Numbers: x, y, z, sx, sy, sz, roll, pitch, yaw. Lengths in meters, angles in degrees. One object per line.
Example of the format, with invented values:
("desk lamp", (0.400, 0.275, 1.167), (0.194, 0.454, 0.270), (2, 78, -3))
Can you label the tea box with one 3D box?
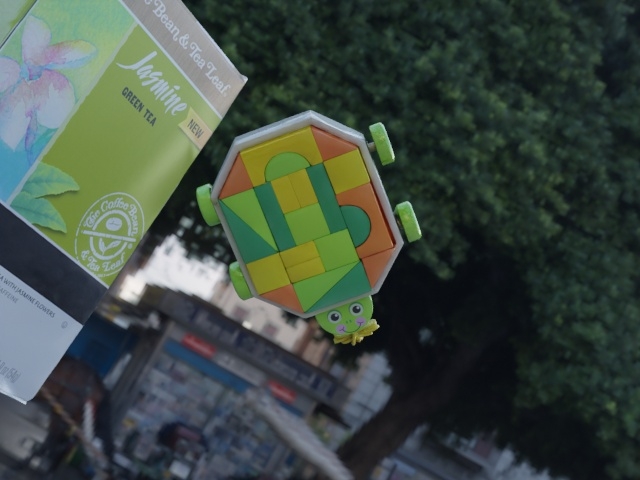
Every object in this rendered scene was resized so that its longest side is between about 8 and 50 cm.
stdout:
("tea box", (-0.301, -0.101, 0.921), (0.329, 0.324, 0.220), (23, -15, 37))

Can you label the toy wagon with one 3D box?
("toy wagon", (0.000, 0.000, 1.558), (0.068, 0.267, 0.344), (-94, 164, -69))
